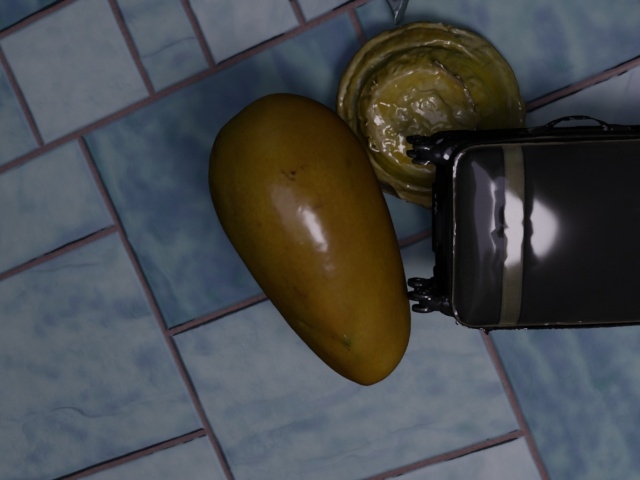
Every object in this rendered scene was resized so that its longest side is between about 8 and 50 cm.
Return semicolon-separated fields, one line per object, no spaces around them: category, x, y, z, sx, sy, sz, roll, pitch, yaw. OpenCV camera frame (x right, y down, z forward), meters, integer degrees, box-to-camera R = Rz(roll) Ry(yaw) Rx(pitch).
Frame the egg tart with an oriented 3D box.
egg tart;0.156;-0.179;1.583;0.290;0.115;0.290;4;105;15

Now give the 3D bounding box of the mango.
mango;0.000;0.000;1.560;0.232;0.300;0.445;-26;99;4

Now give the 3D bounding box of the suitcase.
suitcase;0.339;-0.028;1.466;0.434;0.194;0.283;-2;103;-4

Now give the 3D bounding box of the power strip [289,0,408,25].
power strip;0.035;-0.409;1.605;0.216;0.044;0.137;17;104;11
